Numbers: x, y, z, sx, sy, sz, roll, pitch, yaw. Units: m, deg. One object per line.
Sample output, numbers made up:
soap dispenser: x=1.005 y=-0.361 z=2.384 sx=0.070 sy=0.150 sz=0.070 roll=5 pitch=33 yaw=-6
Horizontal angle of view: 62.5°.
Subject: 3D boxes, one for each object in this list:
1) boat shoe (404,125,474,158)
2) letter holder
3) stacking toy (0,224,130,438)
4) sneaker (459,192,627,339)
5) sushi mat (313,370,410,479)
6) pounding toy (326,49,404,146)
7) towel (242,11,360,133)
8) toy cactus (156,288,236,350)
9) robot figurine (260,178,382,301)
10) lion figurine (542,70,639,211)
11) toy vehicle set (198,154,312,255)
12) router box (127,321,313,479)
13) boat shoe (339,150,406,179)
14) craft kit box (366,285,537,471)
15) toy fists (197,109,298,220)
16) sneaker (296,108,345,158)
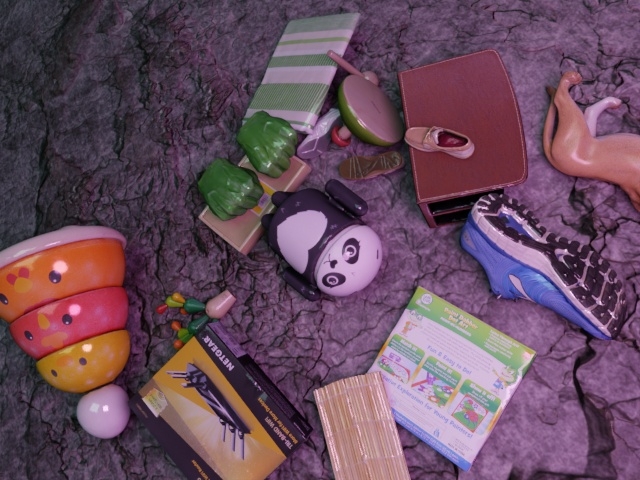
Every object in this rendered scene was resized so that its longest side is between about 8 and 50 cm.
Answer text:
boat shoe: x=0.220 y=-0.192 z=0.983 sx=0.135 sy=0.045 sz=0.050 roll=16 pitch=78 yaw=23
letter holder: x=0.293 y=-0.206 z=1.070 sx=0.214 sy=0.152 sz=0.302 roll=-12 pitch=69 yaw=18
stacking toy: x=-0.563 y=0.232 z=1.252 sx=0.351 sy=0.350 sz=0.480 roll=-28 pitch=82 yaw=13
sneaker: x=0.397 y=0.060 z=0.961 sx=0.330 sy=0.147 sz=0.130 roll=42 pitch=56 yaw=13
sushi mat: x=0.089 y=0.416 z=0.988 sx=0.151 sy=0.019 sz=0.316 roll=-23 pitch=73 yaw=26
pounding toy: x=0.079 y=-0.289 z=1.199 sx=0.110 sy=0.183 sz=0.237 roll=-37 pitch=59 yaw=38
towel: x=-0.052 y=-0.419 z=1.327 sx=0.248 sy=0.038 sz=0.325 roll=14 pitch=77 yaw=40
toy cactus: x=-0.279 y=0.181 z=1.225 sx=0.180 sy=0.112 sz=0.219 roll=-43 pitch=53 yaw=-6
robot figurine: x=-0.001 y=-0.002 z=1.112 sx=0.173 sy=0.209 sz=0.278 roll=-37 pitch=58 yaw=-25
lion figurine: x=0.553 y=-0.154 z=0.966 sx=0.392 sy=0.142 sz=0.240 roll=28 pitch=93 yaw=42
toy vehicle set: x=-0.164 y=-0.115 z=1.300 sx=0.166 sy=0.035 sz=0.267 roll=38 pitch=90 yaw=29
router box: x=-0.207 y=0.362 z=1.088 sx=0.243 sy=0.081 sz=0.309 roll=-45 pitch=79 yaw=5
boat shoe: x=0.117 y=-0.168 z=1.197 sx=0.153 sy=0.048 sz=0.056 roll=-12 pitch=81 yaw=27
craft kit box: x=0.233 y=0.252 z=0.998 sx=0.250 sy=0.061 sz=0.246 roll=31 pitch=89 yaw=28
toy fists: x=-0.163 y=-0.168 z=1.244 sx=0.279 sy=0.096 sz=0.142 roll=-48 pitch=55 yaw=5
sneaker: x=0.000 y=-0.257 z=1.274 sx=0.152 sy=0.054 sz=0.061 roll=-41 pitch=46 yaw=3
